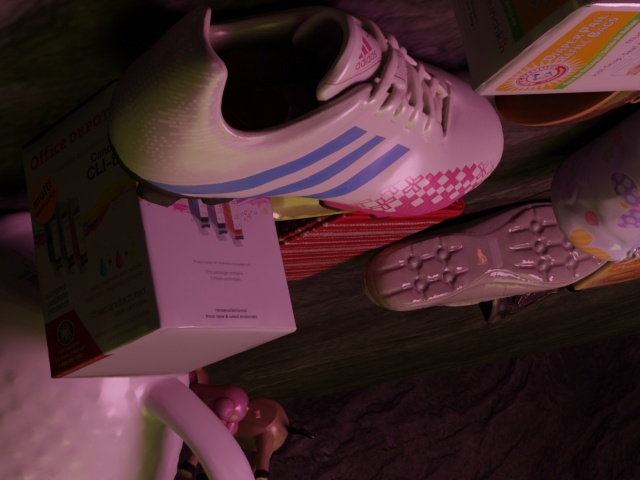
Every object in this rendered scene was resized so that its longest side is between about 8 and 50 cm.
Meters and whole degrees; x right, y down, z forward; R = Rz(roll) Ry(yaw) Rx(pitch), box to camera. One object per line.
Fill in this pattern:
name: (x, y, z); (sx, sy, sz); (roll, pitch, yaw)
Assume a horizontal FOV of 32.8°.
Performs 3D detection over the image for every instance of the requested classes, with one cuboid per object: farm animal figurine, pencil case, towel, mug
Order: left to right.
mug: (-0.212, 0.178, 0.922); (0.276, 0.374, 0.328); (-24, 141, -59)
farm animal figurine: (-0.217, 0.155, 1.238); (0.327, 0.172, 0.330); (-22, 125, 33)
towel: (0.000, 0.000, 1.190); (0.199, 0.031, 0.275); (-2, 164, -46)
pencil case: (0.328, -0.071, 1.024); (0.114, 0.124, 0.273); (1, 161, -20)

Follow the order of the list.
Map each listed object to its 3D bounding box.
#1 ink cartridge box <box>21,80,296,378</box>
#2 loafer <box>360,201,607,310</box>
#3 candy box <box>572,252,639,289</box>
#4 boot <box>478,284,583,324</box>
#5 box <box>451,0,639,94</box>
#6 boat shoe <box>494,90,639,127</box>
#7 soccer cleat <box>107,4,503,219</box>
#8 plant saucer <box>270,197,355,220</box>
ink cartridge box: (-0.118, -0.003, 0.772); (0.128, 0.176, 0.127); (-26, 159, 39)
loafer: (0.202, 0.019, 1.317); (0.319, 0.112, 0.111); (-8, 178, -16)
candy box: (0.446, -0.028, 1.372); (0.183, 0.087, 0.316); (-11, 166, -10)
boot: (0.336, 0.043, 1.591); (0.229, 0.091, 0.263); (-21, 169, 8)
box: (0.179, -0.151, 0.590); (0.203, 0.114, 0.103); (-6, 166, -26)
boat shoe: (0.227, -0.135, 0.785); (0.207, 0.073, 0.073); (-24, 161, 37)
soccer cleat: (0.026, -0.086, 0.711); (0.331, 0.116, 0.143); (-6, 154, -39)
plant saucer: (0.001, -0.048, 0.915); (0.241, 0.037, 0.241); (-8, 176, -1)
